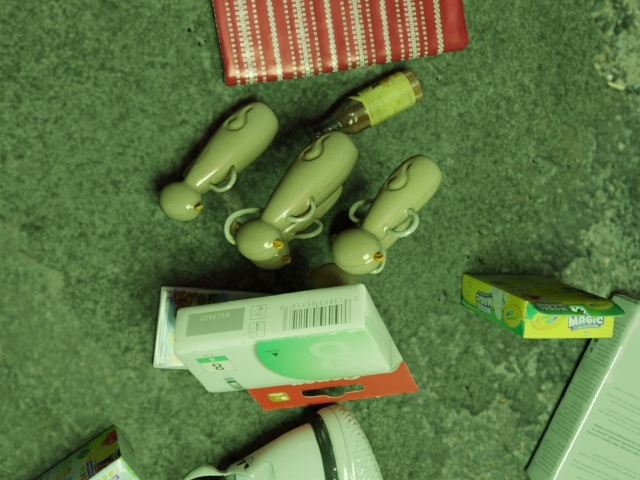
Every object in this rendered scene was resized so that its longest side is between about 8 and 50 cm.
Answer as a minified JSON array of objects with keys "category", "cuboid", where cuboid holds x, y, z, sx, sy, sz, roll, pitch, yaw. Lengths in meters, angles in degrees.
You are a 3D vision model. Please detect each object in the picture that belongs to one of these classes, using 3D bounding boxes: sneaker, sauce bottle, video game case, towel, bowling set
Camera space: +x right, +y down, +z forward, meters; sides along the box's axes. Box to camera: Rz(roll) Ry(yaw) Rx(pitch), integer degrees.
[{"category":"sneaker","cuboid":[-0.016,0.373,0.999,0.210,0.137,0.365,-16,96,-12]},{"category":"sauce bottle","cuboid":[0.046,-0.139,0.997,0.128,0.042,0.042,-28,103,-13]},{"category":"video game case","cuboid":[-0.113,0.095,0.998,0.122,0.011,0.087,5,96,-16]},{"category":"towel","cuboid":[0.019,-0.278,0.979,0.275,0.031,0.198,-11,102,-12]},{"category":"bowling set","cuboid":[0.000,0.000,0.926,0.154,0.287,0.200,-49,135,-19]}]

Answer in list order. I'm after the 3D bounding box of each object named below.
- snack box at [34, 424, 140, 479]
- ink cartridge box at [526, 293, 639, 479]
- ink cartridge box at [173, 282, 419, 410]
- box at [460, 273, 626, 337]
[{"category":"snack box","cuboid":[-0.251,0.251,0.932,0.141,0.100,0.037,-35,104,-9]},{"category":"ink cartridge box","cuboid":[0.421,0.276,1.139,0.324,0.071,0.330,26,92,-17]},{"category":"ink cartridge box","cuboid":[-0.014,0.128,0.907,0.181,0.056,0.224,-9,142,15]},{"category":"box","cuboid":[0.234,0.070,1.003,0.105,0.179,0.043,2,96,-15]}]
